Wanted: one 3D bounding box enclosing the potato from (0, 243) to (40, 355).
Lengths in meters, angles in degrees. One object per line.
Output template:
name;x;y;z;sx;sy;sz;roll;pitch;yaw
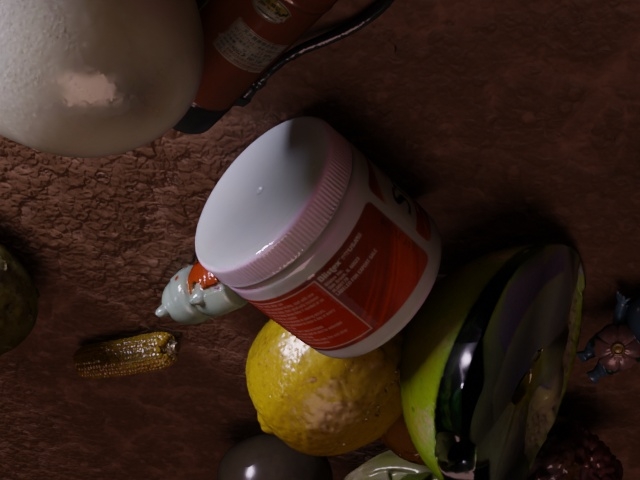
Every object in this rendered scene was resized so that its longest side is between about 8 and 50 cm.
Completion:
potato;-0.584;0.104;1.781;0.308;0.173;0.210;-18;141;30

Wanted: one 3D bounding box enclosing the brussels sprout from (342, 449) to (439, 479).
brussels sprout;0.175;0.546;2.054;0.328;0.328;0.247;-3;139;13

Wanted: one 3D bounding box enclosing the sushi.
sushi;0.380;0.405;1.932;0.171;0.236;0.270;39;162;-17

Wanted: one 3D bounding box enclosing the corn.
corn;-0.335;0.201;1.930;0.207;0.068;0.068;-12;135;20

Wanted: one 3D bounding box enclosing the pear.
pear;0.230;0.174;1.635;0.165;0.399;0.398;16;147;34

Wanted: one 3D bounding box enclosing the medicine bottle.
medicine bottle;0.000;0.000;1.504;0.253;0.252;0.241;-27;129;34

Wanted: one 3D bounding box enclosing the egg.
egg;-0.278;-0.231;1.238;0.345;0.283;0.283;38;147;26

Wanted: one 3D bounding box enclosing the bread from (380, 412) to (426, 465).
bread;0.229;0.291;1.886;0.270;0.142;0.195;-14;134;25

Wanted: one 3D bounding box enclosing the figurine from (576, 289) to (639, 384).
figurine;0.481;0.149;1.701;0.178;0.114;0.144;-34;146;12

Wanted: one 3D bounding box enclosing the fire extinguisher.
fire extinguisher;-0.051;-0.274;1.336;0.200;0.113;0.376;-15;162;-46

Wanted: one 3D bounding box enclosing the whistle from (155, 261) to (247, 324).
whistle;-0.159;0.069;1.725;0.253;0.101;0.106;-20;129;32

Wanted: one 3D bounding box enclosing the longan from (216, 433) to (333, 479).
longan;-0.085;0.457;2.090;0.220;0.196;0.196;9;139;-6

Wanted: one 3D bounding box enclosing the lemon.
lemon;0.022;0.193;1.725;0.253;0.253;0.310;36;108;-28
